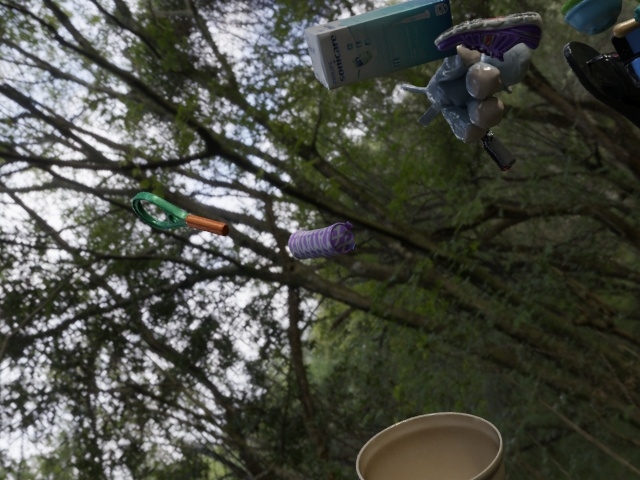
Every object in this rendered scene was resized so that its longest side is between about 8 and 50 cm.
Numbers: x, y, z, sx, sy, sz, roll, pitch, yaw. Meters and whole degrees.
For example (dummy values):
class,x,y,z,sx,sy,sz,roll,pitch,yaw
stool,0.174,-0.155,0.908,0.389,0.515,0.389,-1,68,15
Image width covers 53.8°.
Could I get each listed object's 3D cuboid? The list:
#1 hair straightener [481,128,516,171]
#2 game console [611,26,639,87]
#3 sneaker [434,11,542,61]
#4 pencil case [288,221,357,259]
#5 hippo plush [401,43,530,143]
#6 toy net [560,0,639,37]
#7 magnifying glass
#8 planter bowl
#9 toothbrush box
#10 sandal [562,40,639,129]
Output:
class,x,y,z,sx,sy,sz,roll,pitch,yaw
hair straightener,0.474,-0.303,1.779,0.047,0.230,0.089,-31,-7,-6
game console,0.679,-0.395,1.290,0.122,0.107,0.071,-28,32,28
sneaker,0.270,-0.323,1.022,0.068,0.170,0.071,-50,-45,-60
pencil case,0.000,0.000,1.660,0.086,0.206,0.088,36,-117,-30
hippo plush,0.408,-0.380,1.582,0.236,0.234,0.294,-24,-3,-25
toy net,0.399,-0.290,0.753,0.232,0.045,0.122,-16,-8,-33
magnifying glass,-0.291,-0.047,1.299,0.026,0.231,0.092,-57,-28,-33
planter bowl,0.131,0.280,0.701,0.162,0.162,0.109,-27,-75,-51
toothbrush box,0.128,-0.449,1.423,0.295,0.216,0.126,-16,-67,-3
sandal,0.822,-0.401,1.653,0.107,0.446,0.167,-43,22,47
